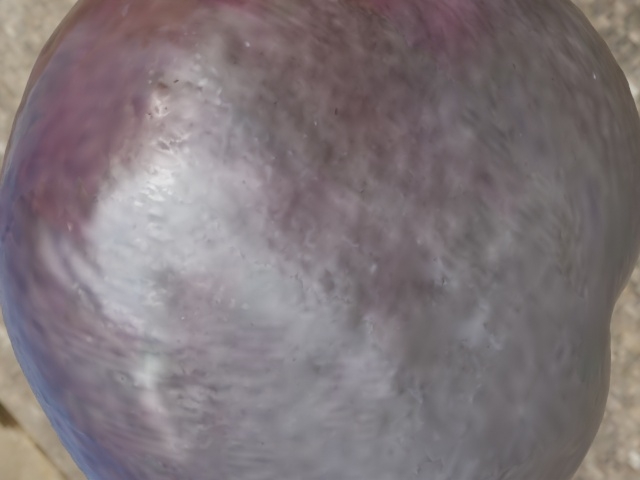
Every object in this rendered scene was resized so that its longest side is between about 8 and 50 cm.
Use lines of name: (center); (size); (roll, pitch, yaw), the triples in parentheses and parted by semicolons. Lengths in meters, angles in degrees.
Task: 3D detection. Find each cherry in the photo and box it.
cherry: (-0.002, 0.003, 0.409); (0.140, 0.176, 0.176); (11, 137, 48)
